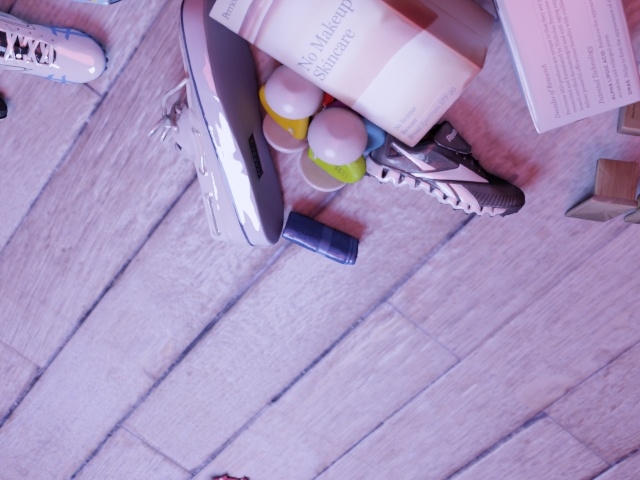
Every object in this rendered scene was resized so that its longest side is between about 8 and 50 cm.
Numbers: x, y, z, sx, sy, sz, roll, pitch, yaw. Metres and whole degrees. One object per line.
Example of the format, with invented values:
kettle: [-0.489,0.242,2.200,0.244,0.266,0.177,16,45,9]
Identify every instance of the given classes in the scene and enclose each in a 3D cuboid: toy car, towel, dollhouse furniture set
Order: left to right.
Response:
towel: [0.000,0.000,1.043,0.120,0.067,0.029,24,116,-4]
toy car: [0.011,-0.164,0.926,0.136,0.159,0.182,-41,82,-16]
dollhouse furniture set: [0.431,-0.104,0.945,0.144,0.123,0.151,9,83,5]

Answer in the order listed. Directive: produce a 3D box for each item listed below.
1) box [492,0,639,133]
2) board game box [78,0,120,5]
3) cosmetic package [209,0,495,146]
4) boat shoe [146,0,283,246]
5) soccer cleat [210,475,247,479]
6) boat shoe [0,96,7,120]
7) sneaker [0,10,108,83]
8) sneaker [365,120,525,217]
box: [0.276,-0.249,0.810,0.119,0.181,0.181,-17,113,18]
board game box: [-0.370,-0.392,0.863,0.275,0.144,0.142,9,117,4]
cosmetic package: [0.041,-0.267,0.827,0.296,0.129,0.153,30,137,-9]
boat shoe: [-0.165,-0.155,0.970,0.157,0.135,0.367,-1,124,18]
soccer cleat: [-0.111,0.526,1.323,0.248,0.083,0.095,17,122,-2]
boat shoe: [-0.514,-0.232,1.020,0.133,0.049,0.042,45,123,-9]
sneaker: [-0.418,-0.269,0.967,0.237,0.086,0.085,15,116,0]
sneaker: [0.179,-0.106,0.955,0.234,0.078,0.106,19,120,2]
